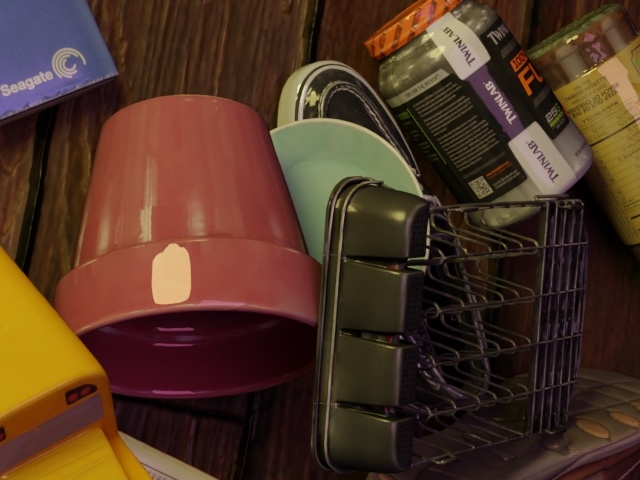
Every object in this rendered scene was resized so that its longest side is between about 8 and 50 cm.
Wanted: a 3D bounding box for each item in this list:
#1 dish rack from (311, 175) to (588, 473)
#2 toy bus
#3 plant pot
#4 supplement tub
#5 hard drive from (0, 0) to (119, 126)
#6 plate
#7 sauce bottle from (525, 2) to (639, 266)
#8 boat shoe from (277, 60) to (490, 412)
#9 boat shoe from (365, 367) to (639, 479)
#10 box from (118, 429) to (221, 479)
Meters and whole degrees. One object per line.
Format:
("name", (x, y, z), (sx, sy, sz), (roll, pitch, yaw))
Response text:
("dish rack", (0.108, 0.059, 1.203), (0.271, 0.074, 0.208), (-4, 101, -51))
("toy bus", (-0.225, 0.084, 1.070), (0.108, 0.130, 0.333), (-27, 50, -25))
("plant pot", (-0.096, 0.002, 1.198), (0.201, 0.201, 0.180), (5, 64, -23))
("supplement tub", (0.126, -0.111, 1.343), (0.117, 0.117, 0.190), (-40, 100, -24))
("hard drive", (-0.308, -0.229, 1.209), (0.210, 0.040, 0.318), (-25, 93, -25))
("plate", (0.000, 0.000, 1.262), (0.024, 0.188, 0.188), (7, 76, -65))
("sauce bottle", (0.300, -0.037, 1.416), (0.111, 0.111, 0.344), (-37, 99, -24))
("boat shoe", (0.057, -0.006, 1.304), (0.108, 0.102, 0.301), (-18, 90, -25))
("boat shoe", (0.159, 0.196, 1.326), (0.324, 0.123, 0.116), (-18, 123, -34))
("box", (-0.104, 0.247, 1.181), (0.232, 0.127, 0.148), (29, 71, -18))
